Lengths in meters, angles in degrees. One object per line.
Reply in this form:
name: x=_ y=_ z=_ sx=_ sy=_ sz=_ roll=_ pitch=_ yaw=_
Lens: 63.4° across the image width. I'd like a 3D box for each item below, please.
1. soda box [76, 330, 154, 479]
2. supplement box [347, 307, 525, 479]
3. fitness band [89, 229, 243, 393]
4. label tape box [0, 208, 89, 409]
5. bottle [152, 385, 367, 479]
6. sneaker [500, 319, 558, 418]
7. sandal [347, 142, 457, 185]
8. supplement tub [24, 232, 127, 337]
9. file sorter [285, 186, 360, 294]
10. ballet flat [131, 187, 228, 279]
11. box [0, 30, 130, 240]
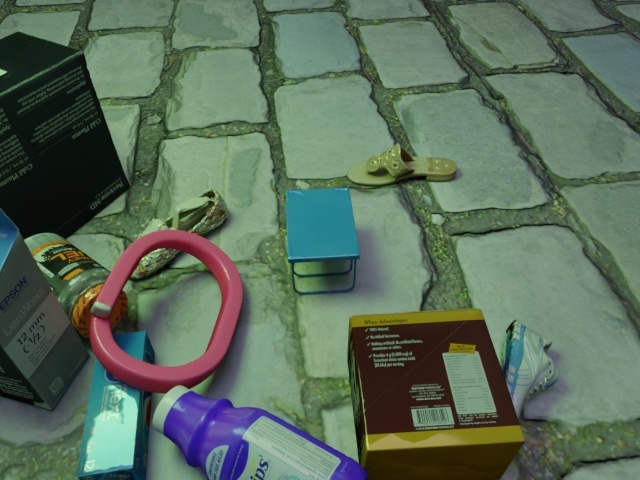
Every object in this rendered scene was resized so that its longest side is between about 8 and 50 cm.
soda box: x=-0.283 y=0.236 z=0.735 sx=0.071 sy=0.067 sz=0.210 roll=-6 pitch=47 yaw=-6
supplement box: x=0.140 y=0.212 z=0.711 sx=0.191 sy=0.129 sz=0.194 roll=-3 pitch=46 yaw=-2
fitness band: x=-0.230 y=0.098 z=0.811 sx=0.208 sy=0.054 sz=0.291 roll=26 pitch=38 yaw=-13
label tape box: x=-0.500 y=0.073 z=0.699 sx=0.249 sy=0.348 sz=0.115 roll=11 pitch=47 yaw=11
bottle: x=-0.085 y=0.277 z=0.659 sx=0.282 sy=0.118 sz=0.092 roll=23 pitch=17 yaw=20
sneaker: x=0.307 y=0.204 z=0.763 sx=0.082 sy=0.071 sz=0.191 roll=21 pitch=50 yaw=12
sandal: x=0.177 y=-0.176 z=1.117 sx=0.239 sy=0.079 sz=0.088 roll=-1 pitch=46 yaw=0
supplement tub: x=-0.417 y=0.075 z=0.857 sx=0.190 sy=0.117 sz=0.117 roll=28 pitch=52 yaw=24
file sorter: x=0.000 y=0.000 z=0.933 sx=0.118 sy=0.105 sz=0.170 roll=-3 pitch=47 yaw=-3
ballet flat: x=-0.277 y=-0.025 z=0.979 sx=0.091 sy=0.077 sz=0.241 roll=31 pitch=54 yaw=26
box: x=-0.567 y=-0.147 z=0.937 sx=0.178 sy=0.313 sz=0.343 roll=22 pitch=49 yaw=21
